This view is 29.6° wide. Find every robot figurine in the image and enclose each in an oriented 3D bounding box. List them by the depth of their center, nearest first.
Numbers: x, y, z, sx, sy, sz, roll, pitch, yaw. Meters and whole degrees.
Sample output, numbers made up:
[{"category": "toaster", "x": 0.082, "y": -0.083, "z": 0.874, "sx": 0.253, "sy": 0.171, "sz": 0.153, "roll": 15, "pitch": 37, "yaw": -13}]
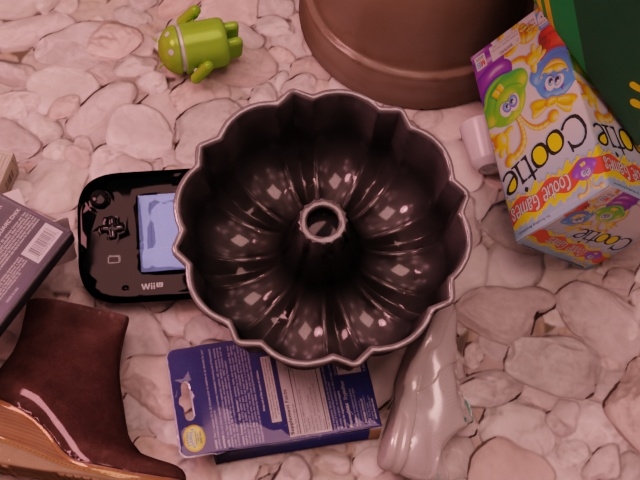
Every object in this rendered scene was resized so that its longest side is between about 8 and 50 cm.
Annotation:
[{"category": "robot figurine", "x": -0.162, "y": -0.256, "z": 1.598, "sx": 0.115, "sy": 0.067, "sz": 0.101, "roll": -11, "pitch": 73, "yaw": -10}]

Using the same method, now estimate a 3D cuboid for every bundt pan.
[{"category": "bundt pan", "x": 0.000, "y": 0.000, "z": 1.365, "sx": 0.330, "sy": 0.124, "sz": 0.331, "roll": 1, "pitch": 69, "yaw": -2}]

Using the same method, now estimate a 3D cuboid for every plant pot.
[{"category": "plant pot", "x": 0.136, "y": -0.383, "z": 1.570, "sx": 0.323, "sy": 0.280, "sz": 0.323, "roll": 1, "pitch": 58, "yaw": -2}]

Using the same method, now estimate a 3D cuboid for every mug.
[{"category": "mug", "x": 0.220, "y": -0.121, "z": 1.547, "sx": 0.078, "sy": 0.062, "sz": 0.064, "roll": -7, "pitch": 68, "yaw": 0}]

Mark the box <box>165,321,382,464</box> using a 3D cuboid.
[{"category": "box", "x": -0.055, "y": 0.172, "z": 1.366, "sx": 0.225, "sy": 0.036, "sz": 0.136, "roll": -7, "pitch": 60, "yaw": -9}]

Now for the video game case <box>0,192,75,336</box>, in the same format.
[{"category": "video game case", "x": -0.439, "y": 0.007, "z": 1.327, "sx": 0.274, "sy": 0.026, "sz": 0.196, "roll": 27, "pitch": 63, "yaw": 13}]

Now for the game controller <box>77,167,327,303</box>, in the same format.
[{"category": "game controller", "x": -0.129, "y": -0.009, "z": 1.454, "sx": 0.319, "sy": 0.067, "sz": 0.166, "roll": -4, "pitch": 59, "yaw": -5}]

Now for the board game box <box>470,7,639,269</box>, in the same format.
[{"category": "board game box", "x": 0.304, "y": -0.129, "z": 1.476, "sx": 0.144, "sy": 0.142, "sz": 0.275, "roll": 18, "pitch": 51, "yaw": -39}]

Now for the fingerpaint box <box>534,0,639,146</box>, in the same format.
[{"category": "fingerpaint box", "x": 0.426, "y": -0.390, "z": 1.459, "sx": 0.371, "sy": 0.163, "sz": 0.445, "roll": 52, "pitch": 54, "yaw": -8}]

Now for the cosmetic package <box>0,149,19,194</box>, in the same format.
[{"category": "cosmetic package", "x": -0.438, "y": -0.087, "z": 1.495, "sx": 0.115, "sy": 0.041, "sz": 0.060, "roll": 13, "pitch": 60, "yaw": 5}]

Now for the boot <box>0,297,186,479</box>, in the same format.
[{"category": "boot", "x": -0.242, "y": 0.171, "z": 1.324, "sx": 0.248, "sy": 0.090, "sz": 0.207, "roll": 12, "pitch": 61, "yaw": 8}]

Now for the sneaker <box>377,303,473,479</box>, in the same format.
[{"category": "sneaker", "x": 0.134, "y": 0.172, "z": 1.366, "sx": 0.094, "sy": 0.080, "sz": 0.212, "roll": 21, "pitch": 66, "yaw": -5}]

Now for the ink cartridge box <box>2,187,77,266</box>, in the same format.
[{"category": "ink cartridge box", "x": -0.383, "y": 0.006, "z": 1.407, "sx": 0.181, "sy": 0.104, "sz": 0.062, "roll": -20, "pitch": 63, "yaw": -15}]
